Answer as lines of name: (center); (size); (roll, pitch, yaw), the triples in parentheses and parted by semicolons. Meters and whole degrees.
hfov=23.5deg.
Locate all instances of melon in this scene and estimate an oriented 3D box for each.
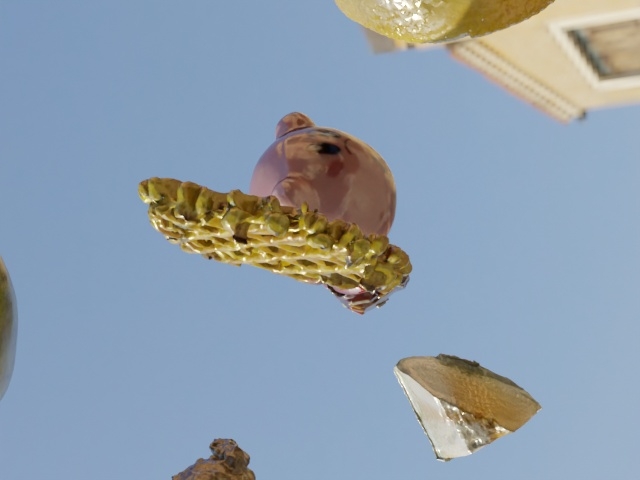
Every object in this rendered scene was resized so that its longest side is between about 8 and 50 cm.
melon: (0.178, 0.233, 2.008); (0.093, 0.202, 0.139); (-70, 0, -66)

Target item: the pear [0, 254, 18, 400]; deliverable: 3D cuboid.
pear: (-0.387, 0.076, 1.314); (0.307, 0.253, 0.253); (53, -147, -87)

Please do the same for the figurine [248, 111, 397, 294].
figurine: (0.001, -0.045, 1.690); (0.173, 0.173, 0.173); (11, -103, -54)

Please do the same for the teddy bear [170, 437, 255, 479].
teddy bear: (-0.065, 0.344, 1.488); (0.246, 0.296, 0.222); (-50, -13, 5)

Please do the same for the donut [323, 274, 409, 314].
donut: (0.001, 0.000, 1.954); (0.230, 0.216, 0.096); (39, -89, -28)

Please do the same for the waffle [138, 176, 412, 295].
waffle: (-0.041, -0.003, 1.283); (0.231, 0.228, 0.051); (36, -111, -71)

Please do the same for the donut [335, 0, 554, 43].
donut: (0.130, -0.305, 1.596); (0.303, 0.303, 0.110); (-55, -37, -43)
